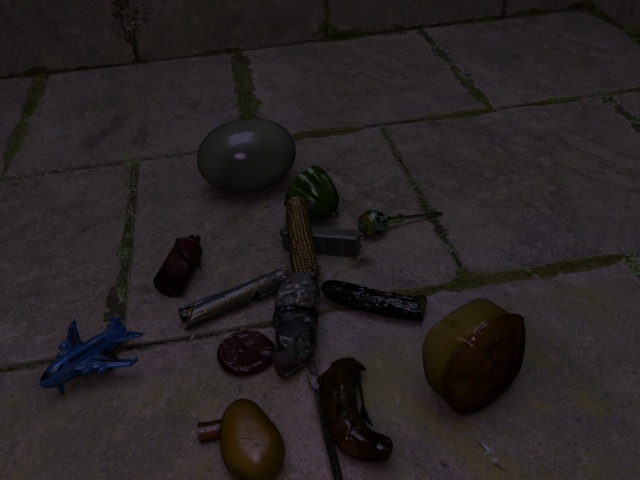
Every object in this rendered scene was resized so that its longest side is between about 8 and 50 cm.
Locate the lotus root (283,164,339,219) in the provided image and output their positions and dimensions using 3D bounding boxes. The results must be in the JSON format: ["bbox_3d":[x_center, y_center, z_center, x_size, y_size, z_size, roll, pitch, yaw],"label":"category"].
[{"bbox_3d":[-0.003,-0.132,2.070,0.186,0.186,0.186,-2,39,2],"label":"lotus root"}]

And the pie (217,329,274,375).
[{"bbox_3d":[-0.195,0.295,1.630,0.154,0.036,0.155,-2,39,2],"label":"pie"}]

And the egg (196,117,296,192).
[{"bbox_3d":[-0.260,-0.301,2.202,0.351,0.259,0.259,-7,38,-12],"label":"egg"}]

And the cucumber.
[{"bbox_3d":[0.141,0.167,1.737,0.303,0.072,0.081,8,42,15],"label":"cucumber"}]

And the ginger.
[{"bbox_3d":[0.067,0.389,1.443,0.132,0.107,0.309,6,35,-15],"label":"ginger"}]

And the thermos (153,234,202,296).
[{"bbox_3d":[-0.424,0.062,1.898,0.124,0.099,0.232,-31,26,30],"label":"thermos"}]

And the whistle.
[{"bbox_3d":[-0.244,0.164,1.777,0.326,0.057,0.068,-20,84,-19],"label":"whistle"}]

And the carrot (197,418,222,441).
[{"bbox_3d":[-0.215,0.434,1.454,0.139,0.048,0.048,-8,39,-10],"label":"carrot"}]

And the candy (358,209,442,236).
[{"bbox_3d":[0.266,-0.067,2.032,0.305,0.083,0.091,-7,36,-17],"label":"candy"}]

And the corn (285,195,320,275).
[{"bbox_3d":[-0.057,0.005,1.871,0.086,0.086,0.289,-7,70,-5],"label":"corn"}]

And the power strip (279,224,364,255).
[{"bbox_3d":[0.000,0.000,1.950,0.271,0.078,0.052,4,38,9],"label":"power strip"}]

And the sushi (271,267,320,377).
[{"bbox_3d":[-0.064,0.207,1.655,0.124,0.130,0.332,2,37,1],"label":"sushi"}]

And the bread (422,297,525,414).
[{"bbox_3d":[0.363,0.267,1.447,0.269,0.270,0.148,-23,37,-23],"label":"bread"}]

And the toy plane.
[{"bbox_3d":[-0.599,0.295,1.606,0.254,0.105,0.271,21,46,29],"label":"toy plane"}]

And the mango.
[{"bbox_3d":[-0.154,0.442,1.380,0.137,0.098,0.195,-15,52,-8],"label":"mango"}]
